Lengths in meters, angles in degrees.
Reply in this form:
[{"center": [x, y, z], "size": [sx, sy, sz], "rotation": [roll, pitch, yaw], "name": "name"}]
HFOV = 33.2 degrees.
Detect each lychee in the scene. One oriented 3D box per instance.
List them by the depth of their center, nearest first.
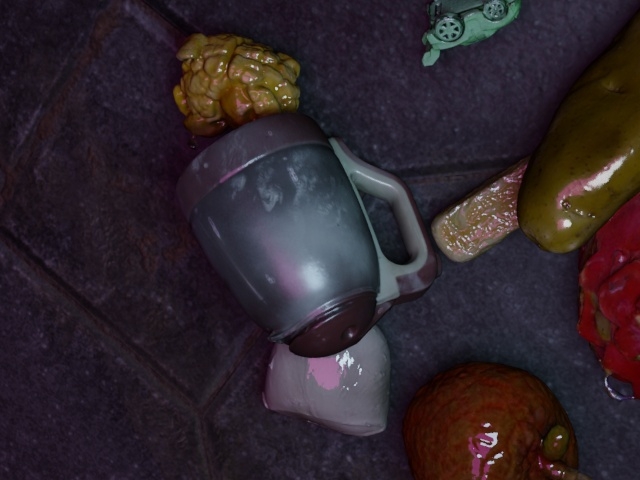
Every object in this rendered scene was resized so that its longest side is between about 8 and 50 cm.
[{"center": [0.243, 0.295, 1.483], "size": [0.300, 0.255, 0.255], "rotation": [11, 110, 59], "name": "lychee"}]

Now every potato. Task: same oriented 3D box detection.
[{"center": [0.371, -0.139, 1.322], "size": [0.195, 0.176, 0.369], "rotation": [33, 83, 42], "name": "potato"}]

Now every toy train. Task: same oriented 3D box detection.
[{"center": [0.199, -0.303, 1.457], "size": [0.149, 0.099, 0.081], "rotation": [-14, 131, 16], "name": "toy train"}]

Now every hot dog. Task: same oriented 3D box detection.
[{"center": [0.266, -0.058, 1.489], "size": [0.242, 0.073, 0.084], "rotation": [-35, 92, 21], "name": "hot dog"}]

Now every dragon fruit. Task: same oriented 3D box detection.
[{"center": [0.499, 0.068, 1.347], "size": [0.386, 0.249, 0.371], "rotation": [20, 113, 18], "name": "dragon fruit"}]

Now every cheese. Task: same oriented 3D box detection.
[{"center": [0.012, 0.191, 1.602], "size": [0.198, 0.154, 0.189], "rotation": [13, 101, 19], "name": "cheese"}]

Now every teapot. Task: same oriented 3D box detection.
[{"center": [0.000, 0.000, 1.509], "size": [0.312, 0.315, 0.233], "rotation": [61, 159, 18], "name": "teapot"}]

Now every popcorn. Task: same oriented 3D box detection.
[{"center": [-0.126, -0.235, 1.571], "size": [0.194, 0.140, 0.163], "rotation": [-8, 108, 33], "name": "popcorn"}]
